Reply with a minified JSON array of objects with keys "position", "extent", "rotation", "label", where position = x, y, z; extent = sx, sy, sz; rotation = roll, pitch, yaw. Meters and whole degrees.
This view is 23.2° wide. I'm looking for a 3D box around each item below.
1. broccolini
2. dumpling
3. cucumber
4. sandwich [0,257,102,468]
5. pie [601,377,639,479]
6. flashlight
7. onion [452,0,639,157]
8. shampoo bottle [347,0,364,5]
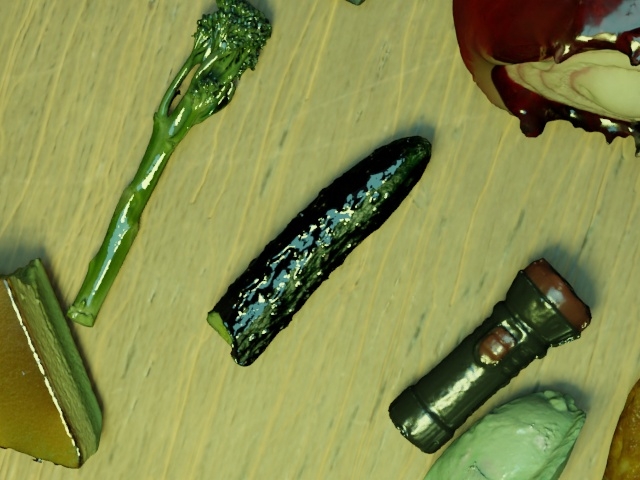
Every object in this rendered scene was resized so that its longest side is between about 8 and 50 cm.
[{"position":[-0.163,-0.077,1.643],"extent":[0.079,0.074,0.392],"rotation":[26,95,6],"label":"broccolini"},{"position":[0.175,0.232,1.568],"extent":[0.217,0.149,0.105],"rotation":[-38,75,13],"label":"dumpling"},{"position":[0.000,0.000,1.624],"extent":[0.303,0.081,0.072],"rotation":[-47,129,2],"label":"cucumber"},{"position":[-0.320,0.117,1.634],"extent":[0.220,0.108,0.186],"rotation":[17,106,9],"label":"sandwich"},{"position":[0.413,0.250,1.527],"extent":[0.308,0.085,0.308],"rotation":[-7,69,18],"label":"pie"},{"position":[0.169,0.123,1.597],"extent":[0.232,0.093,0.093],"rotation":[-43,86,7],"label":"flashlight"},{"position":[0.305,-0.239,1.472],"extent":[0.341,0.341,0.341],"rotation":[0,91,8],"label":"onion"},{"position":[-0.035,-0.336,1.632],"extent":[0.234,0.049,0.087],"rotation":[42,98,5],"label":"shampoo bottle"}]
